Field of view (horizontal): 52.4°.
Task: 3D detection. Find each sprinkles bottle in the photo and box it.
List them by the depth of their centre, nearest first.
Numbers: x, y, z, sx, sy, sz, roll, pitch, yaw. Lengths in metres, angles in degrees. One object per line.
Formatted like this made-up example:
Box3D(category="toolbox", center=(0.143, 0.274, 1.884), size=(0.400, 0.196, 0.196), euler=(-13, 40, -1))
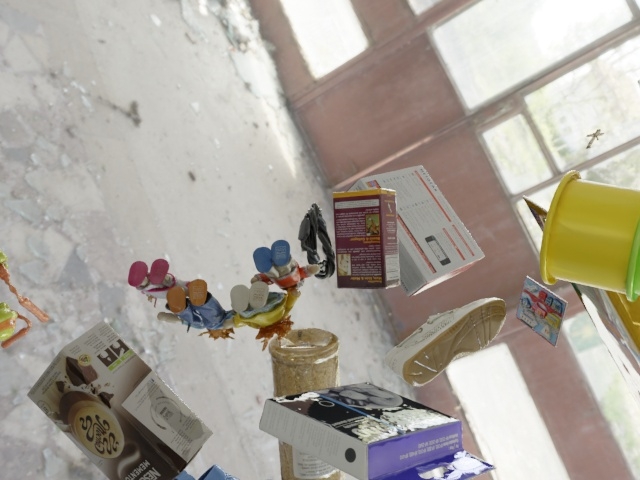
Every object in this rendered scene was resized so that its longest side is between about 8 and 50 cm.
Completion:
Box3D(category="sprinkles bottle", center=(-0.017, 0.333, 1.112), size=(0.121, 0.121, 0.356), euler=(-39, 128, -67))

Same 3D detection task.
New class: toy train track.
Box3D(category="toy train track", center=(0.730, -0.267, 1.739), size=(0.083, 0.048, 0.014), euler=(89, -6, -63))

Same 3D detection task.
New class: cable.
Box3D(category="cable", center=(0.000, 0.000, 1.506), size=(0.185, 0.047, 0.151), euler=(-85, 151, -48))

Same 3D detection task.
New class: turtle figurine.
Box3D(category="turtle figurine", center=(-0.416, 0.041, 0.750), size=(0.087, 0.269, 0.217), euler=(-35, 88, -31))

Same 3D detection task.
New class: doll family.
Box3D(category="doll family", center=(-0.126, 0.091, 0.876), size=(0.163, 0.262, 0.119), euler=(64, 20, -69))

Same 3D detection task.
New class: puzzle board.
Box3D(category="puzzle board", center=(0.439, 0.141, 1.304), size=(0.011, 0.097, 0.128), euler=(0, 21, -21))

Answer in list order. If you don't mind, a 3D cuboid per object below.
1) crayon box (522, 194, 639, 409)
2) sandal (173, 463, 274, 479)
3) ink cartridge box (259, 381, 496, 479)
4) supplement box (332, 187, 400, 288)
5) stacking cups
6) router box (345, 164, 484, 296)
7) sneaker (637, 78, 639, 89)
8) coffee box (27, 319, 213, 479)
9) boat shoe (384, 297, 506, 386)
Box3D(category="crayon box", center=(0.344, 0.084, 0.683), size=(0.323, 0.083, 0.203), euler=(58, 10, -8))
Box3D(category="sandal", center=(-0.250, 0.617, 1.602), size=(0.317, 0.126, 0.138), euler=(4, 66, -34))
Box3D(category="ink cartridge box", center=(0.073, 0.225, 0.759), size=(0.206, 0.208, 0.045), euler=(7, 96, -50))
Box3D(category="supplement box", center=(0.090, -0.002, 1.260), size=(0.080, 0.104, 0.188), euler=(-3, 90, -61))
Box3D(category="stacking cups", center=(0.318, 0.028, 0.443), size=(0.096, 0.316, 0.096), euler=(-29, 128, -47))
Box3D(category="router box", center=(0.266, -0.038, 1.815), size=(0.301, 0.082, 0.336), euler=(-16, 69, -45))
Box3D(category="sneaker", center=(0.671, -0.238, 1.071), size=(0.130, 0.236, 0.323), euler=(60, 29, -22))
Box3D(category="coffee box", center=(-0.368, 0.319, 1.197), size=(0.297, 0.168, 0.119), euler=(45, 32, 0))
Box3D(category="boat shoe", center=(0.240, 0.176, 1.251), size=(0.277, 0.096, 0.098), euler=(-23, 115, -28))
